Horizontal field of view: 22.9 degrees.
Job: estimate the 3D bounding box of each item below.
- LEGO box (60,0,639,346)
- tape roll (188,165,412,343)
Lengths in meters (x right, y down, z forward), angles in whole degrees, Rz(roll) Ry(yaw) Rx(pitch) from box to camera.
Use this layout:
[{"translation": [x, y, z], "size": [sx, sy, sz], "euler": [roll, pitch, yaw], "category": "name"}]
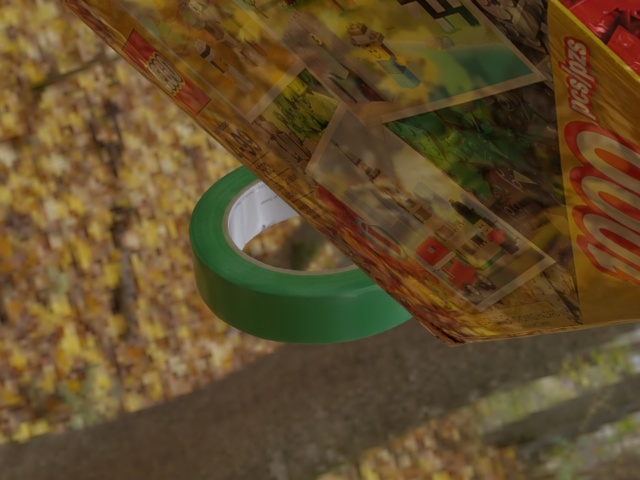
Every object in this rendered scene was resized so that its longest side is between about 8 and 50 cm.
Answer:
[{"translation": [0.075, -0.140, 0.857], "size": [0.372, 0.193, 0.500], "euler": [41, -14, -6], "category": "LEGO box"}, {"translation": [0.000, 0.000, 1.947], "size": [0.321, 0.321, 0.077], "euler": [-87, 174, -53], "category": "tape roll"}]
